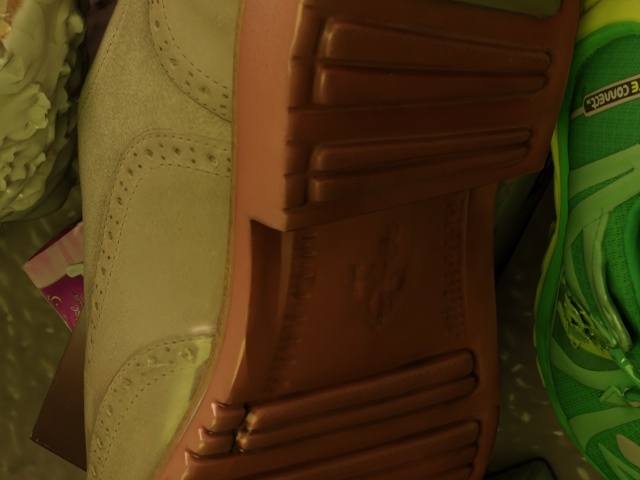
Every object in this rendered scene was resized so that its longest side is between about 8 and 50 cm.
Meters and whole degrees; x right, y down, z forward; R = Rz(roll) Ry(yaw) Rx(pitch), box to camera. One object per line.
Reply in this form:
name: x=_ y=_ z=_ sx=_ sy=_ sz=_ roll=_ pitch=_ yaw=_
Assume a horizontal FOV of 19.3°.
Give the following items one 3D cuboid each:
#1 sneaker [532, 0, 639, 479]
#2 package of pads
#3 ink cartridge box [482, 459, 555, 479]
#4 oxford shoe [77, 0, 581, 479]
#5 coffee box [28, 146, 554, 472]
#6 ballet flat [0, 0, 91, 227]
sneaker: x=0.134 y=0.032 z=0.674 sx=0.109 sy=0.123 sz=0.295 roll=-14 pitch=139 yaw=3
package of pads: x=-0.094 y=0.028 z=0.873 sx=0.050 sy=0.032 sz=0.083 roll=-34 pitch=97 yaw=28
ink cartridge box: x=0.090 y=0.268 z=0.888 sx=0.186 sy=0.065 sz=0.311 roll=-23 pitch=104 yaw=31
oxford shoe: x=-0.021 y=0.018 z=0.670 sx=0.146 sy=0.140 sz=0.397 roll=44 pitch=128 yaw=42
coffee box: x=0.000 y=0.000 z=0.761 sx=0.141 sy=0.098 sz=0.246 roll=28 pitch=113 yaw=10
ballet flat: x=-0.179 y=-0.041 z=0.791 sx=0.409 sy=0.147 sz=0.147 roll=-25 pitch=102 yaw=49
